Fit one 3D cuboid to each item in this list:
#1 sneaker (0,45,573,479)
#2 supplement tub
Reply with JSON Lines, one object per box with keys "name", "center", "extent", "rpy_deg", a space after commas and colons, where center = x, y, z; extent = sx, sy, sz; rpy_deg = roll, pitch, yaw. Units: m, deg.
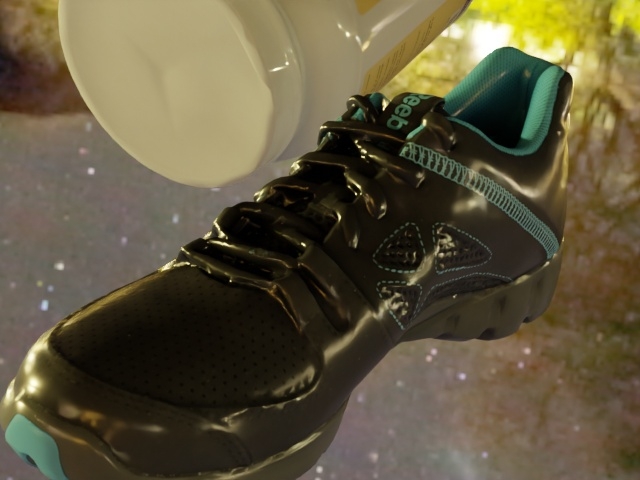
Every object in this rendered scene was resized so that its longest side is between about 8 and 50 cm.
{"name": "sneaker", "center": [0.000, 0.000, 0.550], "extent": [0.125, 0.140, 0.340], "rpy_deg": [28, -145, 30]}
{"name": "supplement tub", "center": [-0.029, -0.213, 1.000], "extent": [0.241, 0.241, 0.331], "rpy_deg": [15, -139, 30]}
